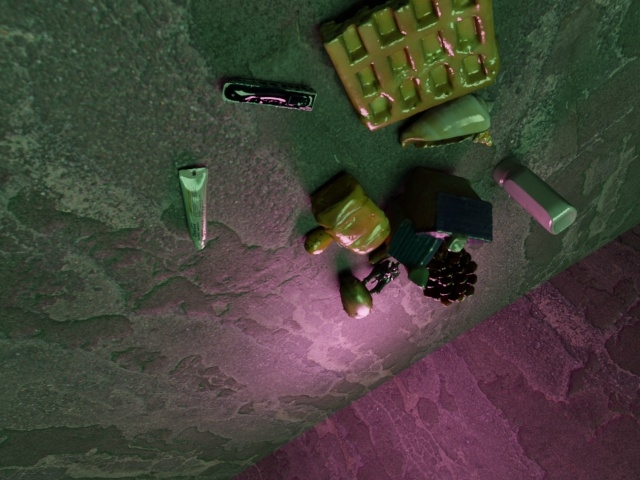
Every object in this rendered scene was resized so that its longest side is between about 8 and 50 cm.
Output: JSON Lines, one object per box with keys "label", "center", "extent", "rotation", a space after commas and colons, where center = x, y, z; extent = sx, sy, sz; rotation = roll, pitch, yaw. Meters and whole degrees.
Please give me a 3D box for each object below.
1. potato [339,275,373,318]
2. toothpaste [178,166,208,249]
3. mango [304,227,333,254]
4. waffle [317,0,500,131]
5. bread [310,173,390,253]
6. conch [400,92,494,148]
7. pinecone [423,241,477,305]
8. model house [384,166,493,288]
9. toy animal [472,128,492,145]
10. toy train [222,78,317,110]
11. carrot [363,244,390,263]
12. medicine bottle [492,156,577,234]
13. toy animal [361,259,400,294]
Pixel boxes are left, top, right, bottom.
{"label": "potato", "center": [0.139, 0.220, 1.605], "extent": [0.113, 0.149, 0.251], "rotation": [-28, 145, -14]}
{"label": "toothpaste", "center": [-0.305, -0.073, 1.029], "extent": [0.067, 0.037, 0.255], "rotation": [-9, 136, -20]}
{"label": "mango", "center": [0.000, 0.000, 1.320], "extent": [0.114, 0.057, 0.079], "rotation": [-29, 134, -12]}
{"label": "waffle", "center": [0.205, -0.391, 0.888], "extent": [0.348, 0.077, 0.304], "rotation": [-18, 150, 18]}
{"label": "bread", "center": [0.097, -0.064, 1.250], "extent": [0.167, 0.132, 0.294], "rotation": [-42, 142, 5]}
{"label": "conch", "center": [0.339, -0.335, 1.130], "extent": [0.255, 0.127, 0.158], "rotation": [-10, 176, 7]}
{"label": "pinecone", "center": [0.491, 0.119, 1.663], "extent": [0.264, 0.264, 0.264], "rotation": [-19, 143, -15]}
{"label": "model house", "center": [0.362, -0.025, 1.298], "extent": [0.245, 0.280, 0.312], "rotation": [12, 123, -21]}
{"label": "toy animal", "center": [0.500, -0.320, 1.292], "extent": [0.081, 0.061, 0.083], "rotation": [-65, 150, -21]}
{"label": "toy train", "center": [-0.107, -0.308, 0.876], "extent": [0.208, 0.047, 0.043], "rotation": [-5, 136, -30]}
{"label": "carrot", "center": [0.280, 0.015, 1.539], "extent": [0.298, 0.078, 0.078], "rotation": [-35, 145, 17]}
{"label": "medicine bottle", "center": [0.738, -0.163, 1.446], "extent": [0.111, 0.296, 0.161], "rotation": [-41, 142, 12]}
{"label": "toy animal", "center": [0.232, 0.130, 1.552], "extent": [0.137, 0.082, 0.269], "rotation": [-42, 173, -16]}
